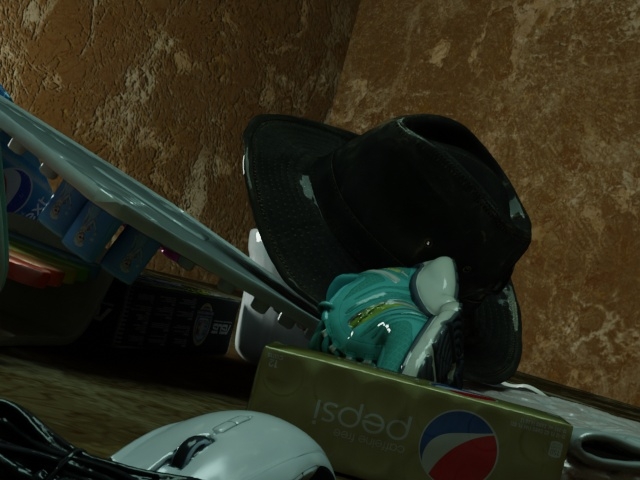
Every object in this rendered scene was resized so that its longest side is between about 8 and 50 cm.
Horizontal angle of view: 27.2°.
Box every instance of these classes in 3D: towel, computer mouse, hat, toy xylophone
[{"bbox_3d":[0.261,0.180,1.096,0.332,0.053,0.317,16,-2,-20],"label":"towel"},{"bbox_3d":[-0.048,0.089,0.531,0.106,0.042,0.193,13,-2,25],"label":"computer mouse"},{"bbox_3d":[0.093,-0.031,1.170,0.331,0.134,0.331,30,33,-23],"label":"hat"},{"bbox_3d":[-0.284,0.008,0.955,0.236,0.081,0.323,20,0,4],"label":"toy xylophone"}]

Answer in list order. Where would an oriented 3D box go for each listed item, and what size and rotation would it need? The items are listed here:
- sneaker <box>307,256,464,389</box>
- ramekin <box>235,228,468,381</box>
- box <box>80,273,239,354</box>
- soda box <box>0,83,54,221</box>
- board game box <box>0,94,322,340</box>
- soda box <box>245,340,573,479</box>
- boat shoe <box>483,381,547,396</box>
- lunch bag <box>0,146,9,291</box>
[{"bbox_3d":[0.045,0.084,0.937,0.110,0.107,0.275,2,13,2],"label":"sneaker"},{"bbox_3d":[0.044,0.086,1.380,0.277,0.135,0.277,15,-1,0],"label":"ramekin"},{"bbox_3d":[-0.225,0.052,1.258,0.216,0.060,0.270,15,-1,17],"label":"box"},{"bbox_3d":[-0.321,-0.075,1.321,0.071,0.067,0.210,47,-18,34],"label":"soda box"},{"bbox_3d":[-0.155,-0.013,1.131,0.390,0.050,0.390,33,0,44],"label":"board game box"},{"bbox_3d":[0.048,0.110,0.765,0.181,0.061,0.058,15,-1,3],"label":"soda box"},{"bbox_3d":[0.217,0.185,1.525,0.125,0.038,0.046,21,-39,43],"label":"boat shoe"},{"bbox_3d":[-0.289,-0.057,0.695,0.279,0.224,0.108,15,23,33],"label":"lunch bag"}]
